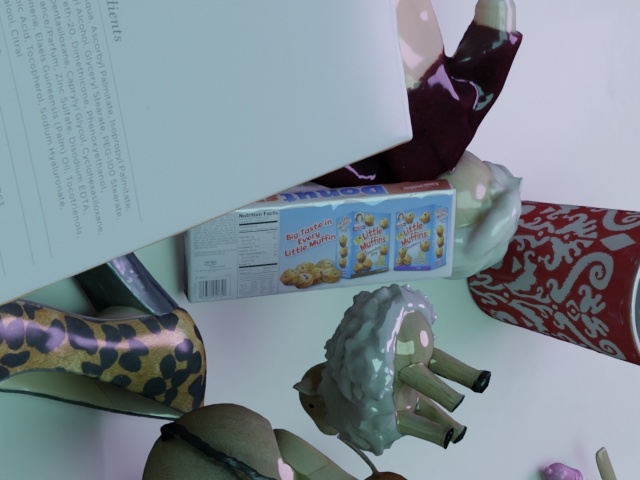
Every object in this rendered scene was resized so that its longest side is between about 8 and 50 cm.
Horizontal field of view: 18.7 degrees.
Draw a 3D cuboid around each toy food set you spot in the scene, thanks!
[{"bbox_3d":[0.177,0.212,1.499,0.122,0.019,0.078,-34,121,-21],"label":"toy food set"}]

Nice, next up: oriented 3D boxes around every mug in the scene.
[{"bbox_3d":[0.199,0.043,1.386,0.113,0.169,0.150,-34,119,-32],"label":"mug"}]

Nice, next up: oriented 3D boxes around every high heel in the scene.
[{"bbox_3d":[-0.171,0.104,1.128,0.261,0.093,0.186,-50,120,-33],"label":"high heel"}]

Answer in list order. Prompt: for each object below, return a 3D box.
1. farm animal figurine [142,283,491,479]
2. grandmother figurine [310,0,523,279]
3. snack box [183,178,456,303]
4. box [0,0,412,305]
[{"bbox_3d":[-0.060,0.207,1.179,0.330,0.172,0.327,-46,157,-36],"label":"farm animal figurine"},{"bbox_3d":[0.047,-0.112,1.283,0.208,0.104,0.342,-30,123,-2],"label":"grandmother figurine"},{"bbox_3d":[0.000,0.000,1.253,0.178,0.022,0.064,-5,114,-15],"label":"snack box"},{"bbox_3d":[-0.154,-0.093,1.031,0.345,0.215,0.168,-23,112,-35],"label":"box"}]
